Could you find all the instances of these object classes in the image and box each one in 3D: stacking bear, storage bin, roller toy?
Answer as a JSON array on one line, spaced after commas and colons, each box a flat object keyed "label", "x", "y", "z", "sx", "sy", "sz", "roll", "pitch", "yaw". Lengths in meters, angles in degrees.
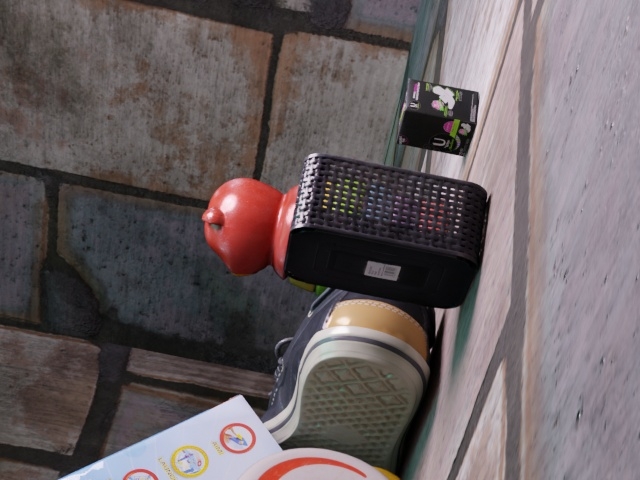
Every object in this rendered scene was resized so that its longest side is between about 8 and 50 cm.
[{"label": "stacking bear", "x": 0.000, "y": 0.000, "z": 1.728, "sx": 0.175, "sy": 0.289, "sz": 0.164, "roll": -81, "pitch": 2, "yaw": -72}, {"label": "storage bin", "x": 0.061, "y": -0.006, "z": 1.370, "sx": 0.122, "sy": 0.180, "sz": 0.084, "roll": 102, "pitch": 179, "yaw": -63}, {"label": "roller toy", "x": -0.005, "y": 0.309, "z": 1.416, "sx": 0.191, "sy": 0.209, "sz": 0.146, "roll": -102, "pitch": 19, "yaw": -52}]

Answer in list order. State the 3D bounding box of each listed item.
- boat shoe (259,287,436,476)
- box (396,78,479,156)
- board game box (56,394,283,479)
[{"label": "boat shoe", "x": 0.025, "y": 0.189, "z": 1.674, "sx": 0.500, "sy": 0.187, "sz": 0.156, "roll": 111, "pitch": 176, "yaw": -57}, {"label": "box", "x": 0.134, "y": -0.141, "z": 1.626, "sx": 0.062, "sy": 0.083, "sz": 0.052, "roll": 103, "pitch": 179, "yaw": -53}, {"label": "board game box", "x": -0.137, "y": 0.358, "z": 1.540, "sx": 0.308, "sy": 0.302, "sz": 0.086, "roll": 51, "pitch": 149, "yaw": 30}]
